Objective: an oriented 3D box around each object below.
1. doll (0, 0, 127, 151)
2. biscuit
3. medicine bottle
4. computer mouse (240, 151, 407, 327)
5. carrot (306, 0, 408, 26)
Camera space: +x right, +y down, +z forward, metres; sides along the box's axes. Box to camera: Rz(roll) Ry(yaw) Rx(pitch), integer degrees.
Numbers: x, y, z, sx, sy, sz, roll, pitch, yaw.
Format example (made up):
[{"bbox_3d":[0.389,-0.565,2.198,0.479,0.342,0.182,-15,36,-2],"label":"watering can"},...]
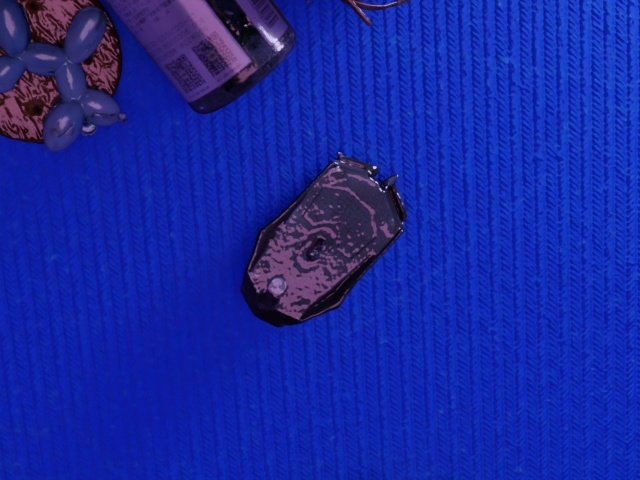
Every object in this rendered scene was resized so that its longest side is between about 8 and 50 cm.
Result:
[{"bbox_3d":[-0.278,-0.175,1.257,0.159,0.059,0.158,11,100,-14],"label":"doll"},{"bbox_3d":[-0.310,-0.198,1.290,0.188,0.027,0.187,-3,104,-11],"label":"biscuit"},{"bbox_3d":[-0.162,-0.283,1.234,0.141,0.141,0.293,-38,107,1],"label":"medicine bottle"},{"bbox_3d":[0.001,0.002,1.373,0.126,0.071,0.231,42,84,-2],"label":"computer mouse"},{"bbox_3d":[0.062,-0.357,1.229,0.331,0.193,0.214,-21,128,-9],"label":"carrot"}]
